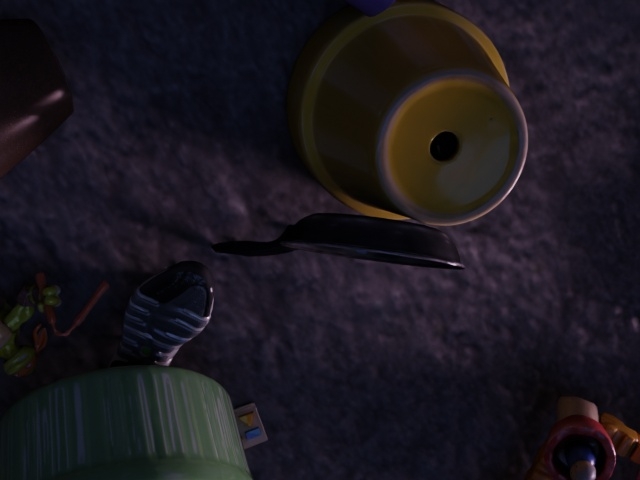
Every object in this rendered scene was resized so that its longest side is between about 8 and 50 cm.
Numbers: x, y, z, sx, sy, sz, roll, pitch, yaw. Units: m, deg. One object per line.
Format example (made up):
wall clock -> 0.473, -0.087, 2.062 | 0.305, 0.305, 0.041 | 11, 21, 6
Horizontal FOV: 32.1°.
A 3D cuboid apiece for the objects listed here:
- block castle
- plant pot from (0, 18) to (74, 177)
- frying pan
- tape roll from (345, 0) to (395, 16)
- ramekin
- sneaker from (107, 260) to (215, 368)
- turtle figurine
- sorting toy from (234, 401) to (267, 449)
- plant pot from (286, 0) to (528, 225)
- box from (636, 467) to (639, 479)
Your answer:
block castle -> 0.338, 0.457, 1.418 | 0.303, 0.213, 0.453 | 27, 108, 4
plant pot -> -0.379, -0.132, 1.133 | 0.230, 0.215, 0.215 | -27, 113, -18
frying pan -> 0.027, 0.004, 1.229 | 0.197, 0.326, 0.053 | 9, 87, -26
tape roll -> 0.070, -0.334, 1.159 | 0.080, 0.189, 0.189 | 31, 99, -16
ramekin -> -0.224, 0.262, 1.253 | 0.303, 0.148, 0.303 | -10, 149, -6
sneaker -> -0.175, 0.071, 1.269 | 0.086, 0.132, 0.229 | 28, 129, -11
turtle figurine -> -0.384, 0.079, 1.252 | 0.269, 0.087, 0.217 | -41, 105, 12
sorting toy -> -0.114, 0.246, 1.413 | 0.083, 0.012, 0.062 | -21, 112, -6
plant pot -> 0.105, -0.129, 1.215 | 0.253, 0.239, 0.254 | -4, 109, -11
box -> 0.575, 0.308, 1.541 | 0.213, 0.117, 0.243 | 7, 106, -15
